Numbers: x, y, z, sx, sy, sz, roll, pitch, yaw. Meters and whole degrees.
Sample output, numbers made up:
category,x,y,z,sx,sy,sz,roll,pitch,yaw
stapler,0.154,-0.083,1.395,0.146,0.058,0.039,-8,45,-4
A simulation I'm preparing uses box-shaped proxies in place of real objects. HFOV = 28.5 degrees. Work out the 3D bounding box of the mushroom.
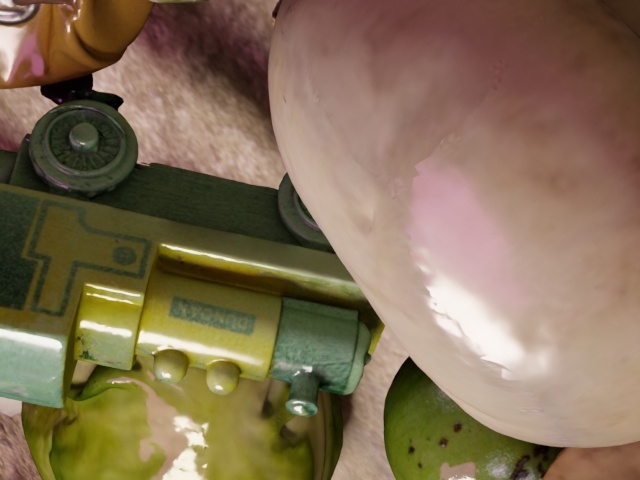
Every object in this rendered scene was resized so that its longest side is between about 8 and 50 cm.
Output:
category,x,y,z,sx,sy,sz,roll,pitch,yaw
mushroom,0.105,-0.059,0.644,0.315,0.315,0.356,33,138,21

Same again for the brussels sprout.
category,x,y,z,sx,sy,sz,roll,pitch,yaw
brussels sprout,-0.123,0.187,1.245,0.315,0.276,0.371,54,139,11

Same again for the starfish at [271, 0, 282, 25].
category,x,y,z,sx,sy,sz,roll,pitch,yaw
starfish,0.057,-0.168,0.835,0.146,0.074,0.190,44,147,-13

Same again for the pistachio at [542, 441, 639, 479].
category,x,y,z,sx,sy,sz,roll,pitch,yaw
pistachio,0.265,0.182,0.848,0.260,0.163,0.213,-4,91,11

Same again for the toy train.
category,x,y,z,sx,sy,sz,roll,pitch,yaw
toy train,-0.101,0.030,0.978,0.368,0.237,0.150,12,144,-4

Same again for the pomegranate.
category,x,y,z,sx,sy,sz,roll,pitch,yaw
pomegranate,0.158,0.138,0.976,0.224,0.181,0.181,-29,103,26

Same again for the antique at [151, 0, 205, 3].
category,x,y,z,sx,sy,sz,roll,pitch,yaw
antique,-0.041,-0.222,0.767,0.081,0.221,0.080,45,147,2

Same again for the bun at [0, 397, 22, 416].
category,x,y,z,sx,sy,sz,roll,pitch,yaw
bun,-0.308,0.052,1.406,0.263,0.175,0.263,-19,-90,-90

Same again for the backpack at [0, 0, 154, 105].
category,x,y,z,sx,sy,sz,roll,pitch,yaw
backpack,-0.285,-0.278,0.929,0.353,0.201,0.378,-2,130,5
